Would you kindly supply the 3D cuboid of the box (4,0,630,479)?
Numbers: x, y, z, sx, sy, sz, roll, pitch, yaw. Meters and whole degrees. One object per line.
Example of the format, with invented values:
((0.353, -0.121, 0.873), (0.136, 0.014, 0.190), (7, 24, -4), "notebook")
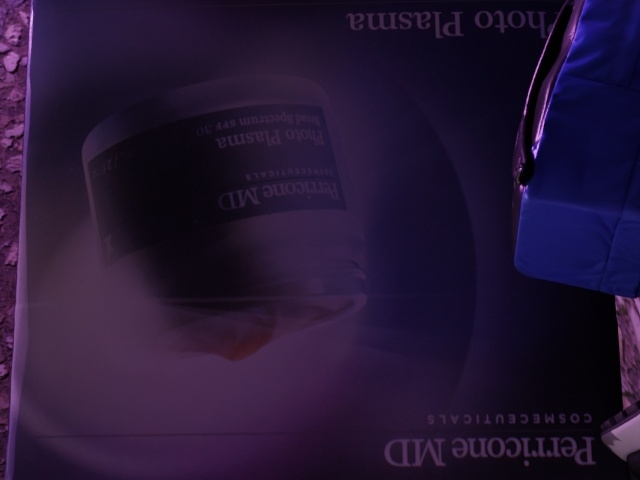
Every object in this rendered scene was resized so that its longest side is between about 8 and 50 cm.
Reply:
((0.000, 0.000, 0.699), (0.183, 0.296, 0.294), (81, -172, -75), "box")

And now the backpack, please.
((0.134, -0.045, 0.542), (0.098, 0.101, 0.120), (88, -164, -68), "backpack")

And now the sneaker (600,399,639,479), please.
((0.182, 0.090, 0.451), (0.283, 0.107, 0.124), (80, 165, -74), "sneaker")

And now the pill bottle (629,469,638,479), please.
((0.207, 0.179, 0.642), (0.087, 0.087, 0.160), (-115, 7, -71), "pill bottle")
